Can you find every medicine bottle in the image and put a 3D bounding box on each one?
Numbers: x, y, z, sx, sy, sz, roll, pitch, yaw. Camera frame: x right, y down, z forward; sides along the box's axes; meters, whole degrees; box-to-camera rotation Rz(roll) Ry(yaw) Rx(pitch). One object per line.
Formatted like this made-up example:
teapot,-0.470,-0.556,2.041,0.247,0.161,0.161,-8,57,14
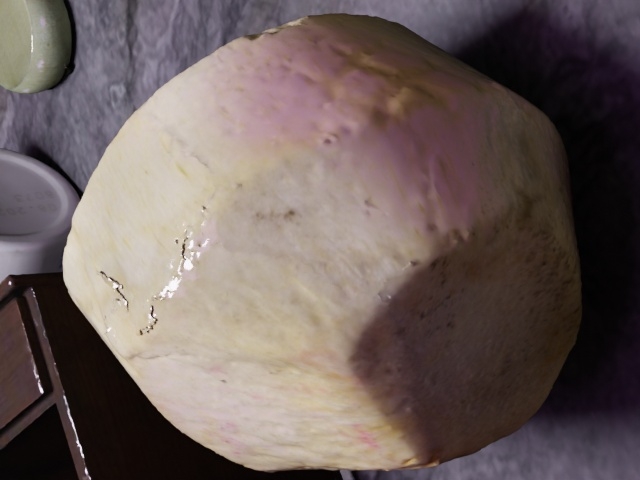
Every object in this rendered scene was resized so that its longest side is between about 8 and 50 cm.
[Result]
medicine bottle,-0.272,0.102,1.455,0.130,0.130,0.341,46,132,36

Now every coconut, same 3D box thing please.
coconut,0.000,0.000,1.007,0.259,0.259,0.259,16,110,49

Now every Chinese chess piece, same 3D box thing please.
Chinese chess piece,-0.208,-0.146,1.394,0.084,0.034,0.084,14,108,52

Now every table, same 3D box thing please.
table,-0.128,0.193,1.212,0.250,0.196,0.282,-38,64,42
